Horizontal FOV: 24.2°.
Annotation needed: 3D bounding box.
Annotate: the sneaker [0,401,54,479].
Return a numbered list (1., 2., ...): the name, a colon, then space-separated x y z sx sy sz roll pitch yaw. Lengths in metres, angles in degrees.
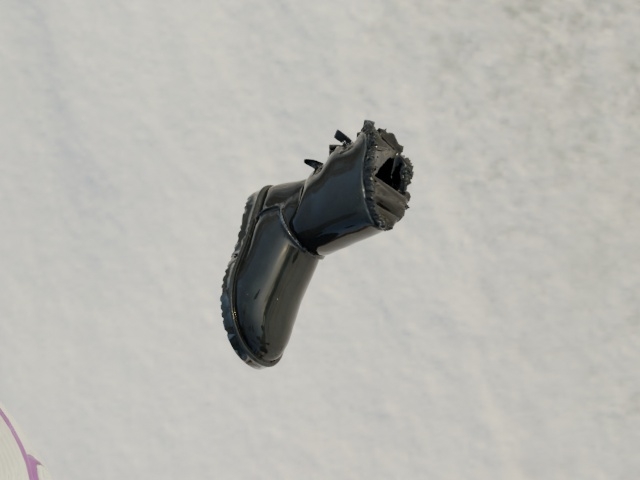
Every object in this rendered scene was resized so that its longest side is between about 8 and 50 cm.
1. sneaker: -0.273 0.122 0.776 0.152 0.305 0.114 -42 37 28

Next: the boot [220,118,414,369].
1. boot: 0.000 0.001 0.780 0.099 0.045 0.121 -24 43 36
